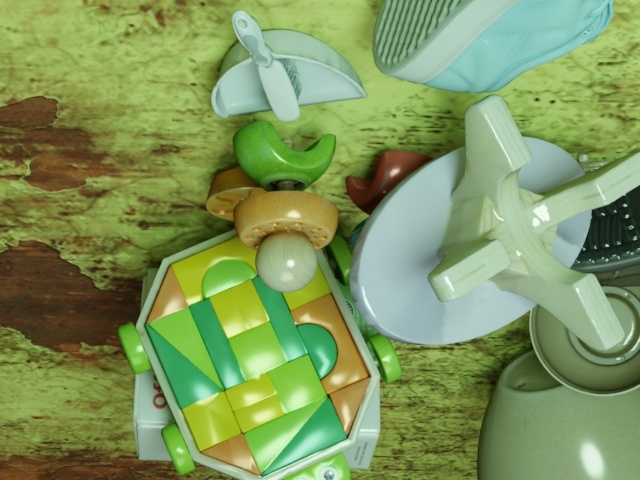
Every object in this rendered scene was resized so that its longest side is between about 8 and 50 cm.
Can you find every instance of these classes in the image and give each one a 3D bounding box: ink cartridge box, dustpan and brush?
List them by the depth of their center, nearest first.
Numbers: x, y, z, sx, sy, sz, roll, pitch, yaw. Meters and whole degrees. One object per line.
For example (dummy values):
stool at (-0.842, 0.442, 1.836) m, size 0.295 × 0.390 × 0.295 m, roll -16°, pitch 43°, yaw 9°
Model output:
dustpan and brush at (-0.046, -0.162, 1.442) m, size 0.147 × 0.060 × 0.211 m, roll -7°, pitch 147°, yaw 11°
ink cartridge box at (-0.073, 0.147, 1.800) m, size 0.273 × 0.198 × 0.115 m, roll 3°, pitch 151°, yaw -4°

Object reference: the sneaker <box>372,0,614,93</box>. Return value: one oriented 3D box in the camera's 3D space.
sneaker at (0.198, -0.233, 1.286) m, size 0.150 × 0.135 × 0.366 m, roll 11°, pitch 155°, yaw -30°

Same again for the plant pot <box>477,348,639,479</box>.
plant pot at (0.309, 0.234, 1.917) m, size 0.284 × 0.284 × 0.191 m, roll -14°, pitch 111°, yaw 21°

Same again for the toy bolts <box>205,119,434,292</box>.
toy bolts at (0.000, 0.000, 1.582) m, size 0.228 × 0.158 × 0.218 m, roll 8°, pitch 158°, yaw -24°

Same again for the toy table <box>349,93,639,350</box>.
toy table at (0.176, -0.005, 1.470) m, size 0.252 × 0.274 × 0.161 m, roll 51°, pitch 159°, yaw -10°

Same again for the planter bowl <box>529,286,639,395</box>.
planter bowl at (0.323, 0.094, 1.781) m, size 0.162 × 0.162 × 0.109 m, roll -8°, pitch 174°, yaw 13°

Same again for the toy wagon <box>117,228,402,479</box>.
toy wagon at (-0.048, 0.156, 1.684) m, size 0.267 × 0.344 × 0.068 m, roll -23°, pitch 172°, yaw -9°

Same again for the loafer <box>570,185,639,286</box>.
loafer at (0.411, -0.024, 1.621) m, size 0.366 × 0.134 × 0.130 m, roll -5°, pitch 159°, yaw 14°

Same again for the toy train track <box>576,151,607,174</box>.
toy train track at (0.278, -0.063, 1.641) m, size 0.048 × 0.014 × 0.083 m, roll -6°, pitch 148°, yaw 10°
